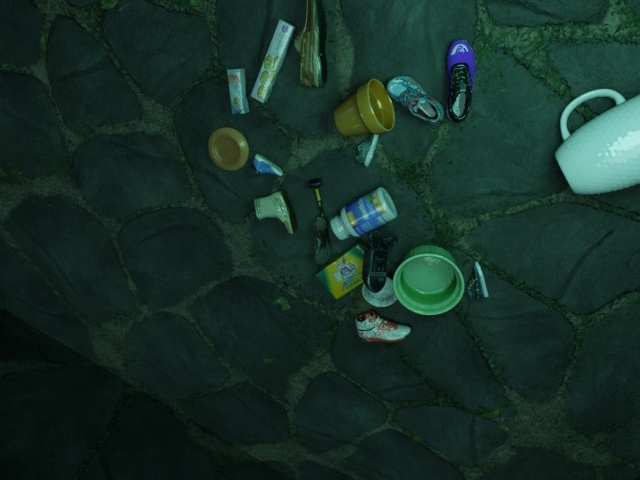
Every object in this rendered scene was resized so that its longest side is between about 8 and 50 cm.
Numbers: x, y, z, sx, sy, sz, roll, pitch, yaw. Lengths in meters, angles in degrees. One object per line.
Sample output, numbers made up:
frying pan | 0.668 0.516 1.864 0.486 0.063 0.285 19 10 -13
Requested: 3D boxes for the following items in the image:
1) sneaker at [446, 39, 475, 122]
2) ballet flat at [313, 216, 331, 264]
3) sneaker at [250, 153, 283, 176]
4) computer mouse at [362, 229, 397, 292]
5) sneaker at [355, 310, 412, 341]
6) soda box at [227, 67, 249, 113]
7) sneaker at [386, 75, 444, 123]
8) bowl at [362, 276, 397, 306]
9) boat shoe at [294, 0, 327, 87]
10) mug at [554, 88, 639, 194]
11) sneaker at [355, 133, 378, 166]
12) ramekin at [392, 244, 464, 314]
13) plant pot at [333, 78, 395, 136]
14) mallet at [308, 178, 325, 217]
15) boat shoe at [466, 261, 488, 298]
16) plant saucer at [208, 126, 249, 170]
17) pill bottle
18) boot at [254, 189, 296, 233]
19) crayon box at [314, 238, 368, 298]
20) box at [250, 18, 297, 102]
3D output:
sneaker | 0.520 -0.581 1.567 0.102 0.146 0.293 -1 113 15
ballet flat | 0.000 0.000 2.019 0.084 0.058 0.250 -15 120 -17
sneaker | -0.248 -0.318 1.933 0.152 0.058 0.085 34 112 3
computer mouse | 0.246 0.096 1.897 0.072 0.188 0.272 6 86 50
sneaker | 0.306 0.421 2.102 0.270 0.090 0.145 -10 113 21
soda box | -0.350 -0.638 1.816 0.058 0.063 0.183 3 114 14
sneaker | 0.368 -0.543 1.635 0.261 0.125 0.104 33 117 -1
bowl | 0.287 0.223 2.021 0.170 0.080 0.170 5 118 10
boat shoe | -0.045 -0.762 1.651 0.119 0.122 0.324 5 114 16
mug | 1.008 -0.355 1.498 0.328 0.276 0.374 -28 74 31
sneaker | 0.193 -0.396 1.785 0.076 0.065 0.167 21 116 9
ramekin | 0.483 0.167 1.910 0.303 0.148 0.304 5 114 12
plant pot | 0.163 -0.502 1.681 0.187 0.205 0.205 -13 110 36
mallet | 0.001 -0.193 1.942 0.062 0.039 0.190 -11 114 23
boat shoe | 0.693 0.184 1.909 0.083 0.065 0.183 -15 110 19
plant saucer | -0.427 -0.417 1.950 0.199 0.037 0.200 5 114 12
pill bottle | 0.184 -0.108 1.863 0.272 0.152 0.152 -28 104 23
boot | -0.213 -0.118 2.006 0.165 0.077 0.213 -14 104 19
crayon box | 0.132 0.138 2.026 0.278 0.081 0.165 -37 100 25
box | -0.194 -0.725 1.736 0.067 0.063 0.324 29 117 -1
